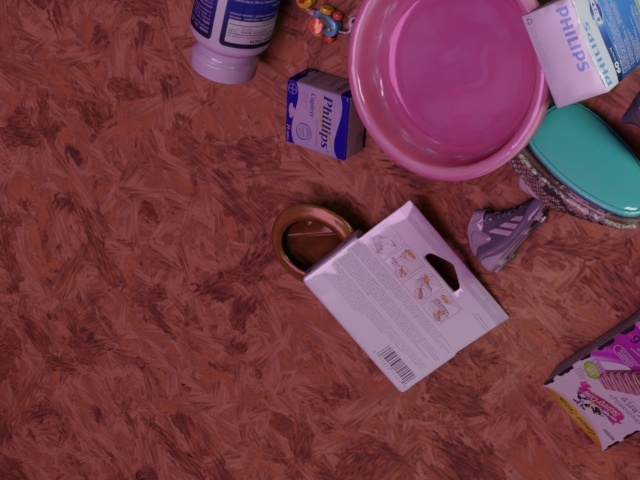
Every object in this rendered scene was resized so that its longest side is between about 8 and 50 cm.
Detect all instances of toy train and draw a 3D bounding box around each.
[{"bbox_3d":[0.003,-0.426,1.672,0.125,0.046,0.166,-15,104,42],"label":"toy train"}]

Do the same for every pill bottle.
[{"bbox_3d":[-0.150,-0.424,1.718,0.153,0.153,0.265,33,129,19],"label":"pill bottle"}]

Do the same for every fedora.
[{"bbox_3d":[0.000,0.000,1.883,0.194,0.079,0.194,12,119,22],"label":"fedora"}]

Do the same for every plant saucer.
[{"bbox_3d":[0.195,-0.256,1.411,0.332,0.084,0.332,11,109,34],"label":"plant saucer"}]

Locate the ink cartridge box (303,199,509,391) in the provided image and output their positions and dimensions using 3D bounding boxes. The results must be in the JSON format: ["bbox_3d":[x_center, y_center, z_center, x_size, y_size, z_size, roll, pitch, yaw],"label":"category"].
[{"bbox_3d":[0.159,0.100,1.793,0.261,0.066,0.296,-38,100,18],"label":"ink cartridge box"}]

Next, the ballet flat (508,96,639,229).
[{"bbox_3d":[0.318,-0.181,1.514,0.483,0.164,0.182,48,155,14],"label":"ballet flat"}]

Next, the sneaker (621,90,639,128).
[{"bbox_3d":[0.561,-0.117,1.388,0.300,0.111,0.121,55,144,7],"label":"sneaker"}]

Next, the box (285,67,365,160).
[{"bbox_3d":[0.011,-0.231,1.755,0.137,0.072,0.126,21,125,27],"label":"box"}]

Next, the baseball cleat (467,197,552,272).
[{"bbox_3d":[0.315,-0.034,1.630,0.109,0.072,0.206,46,129,17],"label":"baseball cleat"}]

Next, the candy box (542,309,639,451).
[{"bbox_3d":[0.515,0.237,1.623,0.159,0.071,0.233,48,133,6],"label":"candy box"}]

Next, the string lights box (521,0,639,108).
[{"bbox_3d":[0.381,-0.288,1.311,0.076,0.259,0.133,-15,103,41],"label":"string lights box"}]
